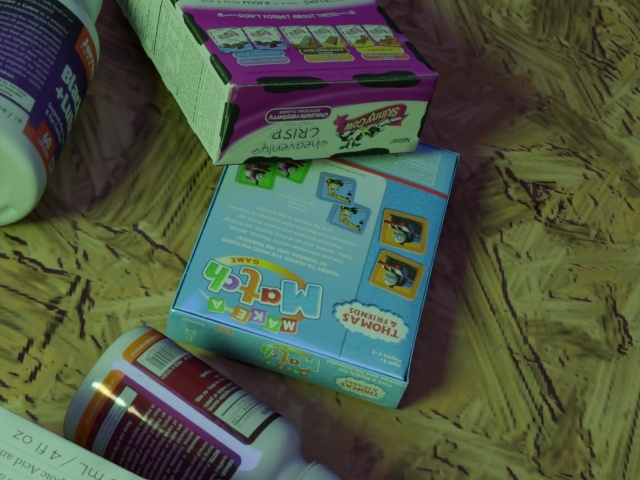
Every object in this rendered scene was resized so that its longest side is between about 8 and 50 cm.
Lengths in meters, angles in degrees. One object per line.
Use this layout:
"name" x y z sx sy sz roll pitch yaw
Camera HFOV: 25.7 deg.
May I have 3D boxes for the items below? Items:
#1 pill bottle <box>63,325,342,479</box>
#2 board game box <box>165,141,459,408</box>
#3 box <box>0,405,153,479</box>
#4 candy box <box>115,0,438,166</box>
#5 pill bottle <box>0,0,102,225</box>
"pill bottle" -0.068 0.124 0.821 0.152 0.086 0.086 33 52 12
"board game box" 0.000 0.000 0.967 0.160 0.039 0.211 18 49 -1
"box" -0.183 0.170 0.691 0.181 0.182 0.119 26 50 5
"candy box" -0.041 -0.151 1.016 0.159 0.071 0.233 -6 42 -26
"pill bottle" -0.213 -0.113 0.953 0.108 0.108 0.194 16 51 -3
